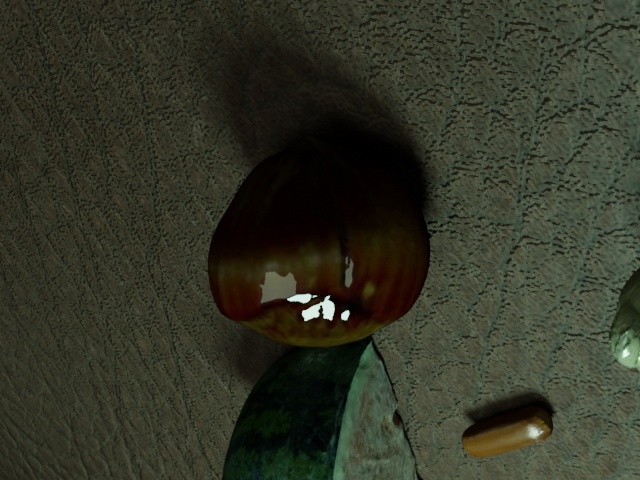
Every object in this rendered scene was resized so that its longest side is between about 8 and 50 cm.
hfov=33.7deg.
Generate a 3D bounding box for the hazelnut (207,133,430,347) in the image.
[{"bbox_3d":[0.000,0.000,1.091,0.229,0.229,0.229,23,138,22],"label":"hazelnut"}]

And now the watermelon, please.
[{"bbox_3d":[-0.005,0.308,1.341,0.293,0.250,0.283,53,145,-11],"label":"watermelon"}]

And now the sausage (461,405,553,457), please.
[{"bbox_3d":[0.219,0.223,1.232,0.039,0.041,0.131,52,141,-6],"label":"sausage"}]

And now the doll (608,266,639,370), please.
[{"bbox_3d":[0.382,0.098,0.936,0.278,0.175,0.149,40,180,-12],"label":"doll"}]
